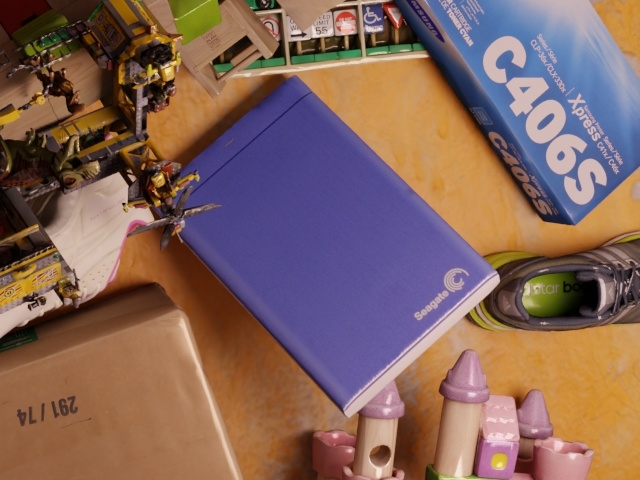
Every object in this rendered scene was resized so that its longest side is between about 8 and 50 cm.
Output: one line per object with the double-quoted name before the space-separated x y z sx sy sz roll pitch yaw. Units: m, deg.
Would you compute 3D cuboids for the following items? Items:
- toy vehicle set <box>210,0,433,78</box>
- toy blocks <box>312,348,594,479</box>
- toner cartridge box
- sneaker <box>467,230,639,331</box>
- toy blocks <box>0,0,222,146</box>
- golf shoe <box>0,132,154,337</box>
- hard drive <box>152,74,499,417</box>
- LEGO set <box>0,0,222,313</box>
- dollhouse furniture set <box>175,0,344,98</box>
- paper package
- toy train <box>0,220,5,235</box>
"toy vehicle set" -0.004 -0.267 1.914 0.266 0.035 0.166 -8 98 -14
"toy blocks" 0.162 0.241 1.865 0.288 0.309 0.260 6 100 -15
"toner cartridge box" 0.226 -0.200 1.936 0.165 0.075 0.348 -42 109 -16
"sneaker" 0.317 0.056 1.985 0.300 0.121 0.111 -10 98 -13
"toy blocks" -0.330 -0.228 1.745 0.381 0.191 0.261 -33 67 -9
"golf shoe" -0.273 0.030 1.798 0.140 0.115 0.306 52 58 -29
"hard drive" 0.000 0.000 1.846 0.210 0.040 0.319 -41 67 -7
"LEGO set" -0.235 -0.055 1.618 0.331 0.255 0.192 -21 59 -30
"dollhouse furniture set" -0.070 -0.266 1.834 0.183 0.129 0.129 -34 104 22
"paper package" -0.253 0.239 1.833 0.324 0.168 0.309 -20 99 -11
"toy train" -0.410 -0.020 1.832 0.166 0.046 0.125 27 96 -16
